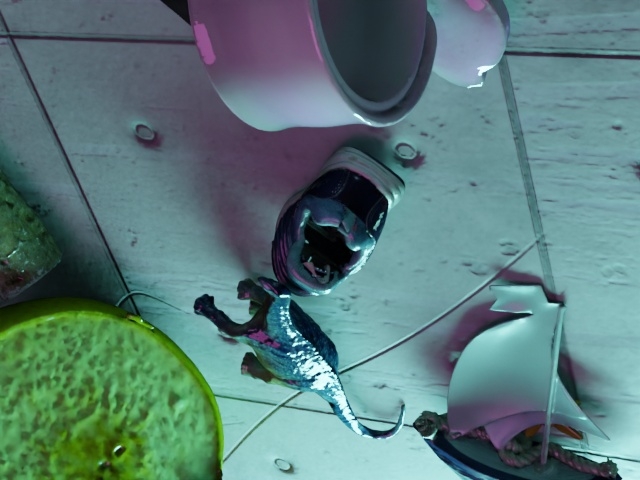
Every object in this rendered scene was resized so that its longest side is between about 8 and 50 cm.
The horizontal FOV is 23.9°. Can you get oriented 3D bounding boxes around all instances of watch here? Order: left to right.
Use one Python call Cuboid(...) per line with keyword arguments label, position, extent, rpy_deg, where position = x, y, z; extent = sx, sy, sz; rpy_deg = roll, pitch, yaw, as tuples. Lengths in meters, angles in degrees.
Cuboid(label="watch", position=(0.002, -0.167, 1.123), extent=(0.211, 0.217, 0.248), rpy_deg=(1, 132, 31))

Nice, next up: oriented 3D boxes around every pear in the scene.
Cuboid(label="pear", position=(-0.314, 0.194, 1.695), extent=(0.342, 0.238, 0.318), rpy_deg=(1, 170, -27))

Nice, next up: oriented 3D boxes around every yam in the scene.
Cuboid(label="yam", position=(-0.355, -0.018, 1.590), extent=(0.107, 0.107, 0.194), rpy_deg=(-10, 127, 38))

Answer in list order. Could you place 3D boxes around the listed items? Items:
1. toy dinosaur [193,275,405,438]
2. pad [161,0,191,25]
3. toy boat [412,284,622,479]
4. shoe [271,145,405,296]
Cuboid(label="toy dinosaur", position=(-0.032, 0.107, 1.523), extent=(0.147, 0.076, 0.363), rpy_deg=(24, 160, 33))
Cuboid(label="pad", position=(-0.093, -0.219, 1.295), extent=(0.193, 0.004, 0.116), rpy_deg=(38, 141, -11))
Cuboid(label="toy boat", position=(0.193, 0.158, 1.478), extent=(0.220, 0.067, 0.291), rpy_deg=(14, 135, 20))
Cuboid(label="shoe", position=(0.000, 0.000, 1.393), extent=(0.091, 0.106, 0.207), rpy_deg=(34, 148, -2))
